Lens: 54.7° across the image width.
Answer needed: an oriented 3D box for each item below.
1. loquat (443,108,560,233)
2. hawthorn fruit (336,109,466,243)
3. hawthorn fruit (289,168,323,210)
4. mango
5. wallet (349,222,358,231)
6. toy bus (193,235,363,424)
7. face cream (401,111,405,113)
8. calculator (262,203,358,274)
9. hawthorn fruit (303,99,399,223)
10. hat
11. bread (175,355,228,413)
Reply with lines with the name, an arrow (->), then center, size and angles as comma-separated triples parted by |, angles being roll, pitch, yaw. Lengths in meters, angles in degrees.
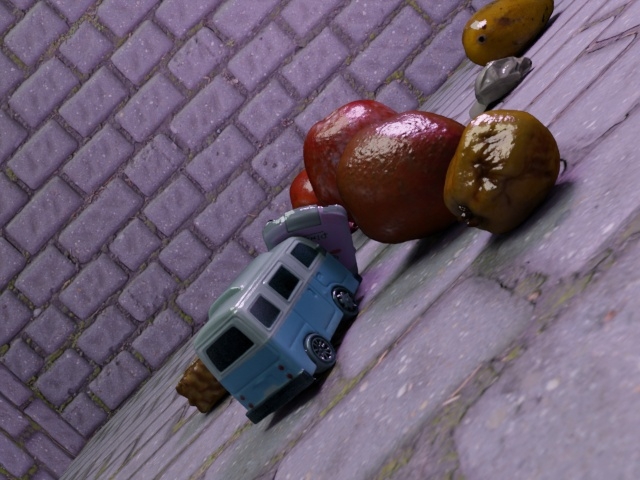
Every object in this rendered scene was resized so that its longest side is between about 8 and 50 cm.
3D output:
loquat -> 0.191, -0.074, 0.671 | 0.137, 0.113, 0.137 | -52, 22, 31
hawthorn fruit -> 0.144, -0.095, 0.857 | 0.199, 0.199, 0.251 | -48, 20, -27
hawthorn fruit -> 0.023, -0.140, 1.962 | 0.211, 0.211, 0.299 | -47, 19, -18
mango -> 0.541, -0.603, 1.740 | 0.329, 0.176, 0.176 | -28, 25, -13
wallet -> 0.071, -0.039, 1.698 | 0.119, 0.025, 0.232 | -48, 6, -29
toy bus -> -0.055, 0.103, 0.885 | 0.133, 0.165, 0.271 | -42, 6, 30
face cream -> 0.146, -0.124, 1.132 | 0.177, 0.153, 0.177 | -45, 4, 4
calculator -> -0.012, 0.022, 1.038 | 0.141, 0.045, 0.246 | -13, -35, 0
hawthorn fruit -> 0.099, -0.181, 1.419 | 0.284, 0.284, 0.284 | -45, 6, 6
hat -> 0.395, -0.356, 1.420 | 0.122, 0.081, 0.166 | -46, -5, -30
bread -> -0.187, 0.233, 1.266 | 0.222, 0.096, 0.181 | -46, 5, 10
